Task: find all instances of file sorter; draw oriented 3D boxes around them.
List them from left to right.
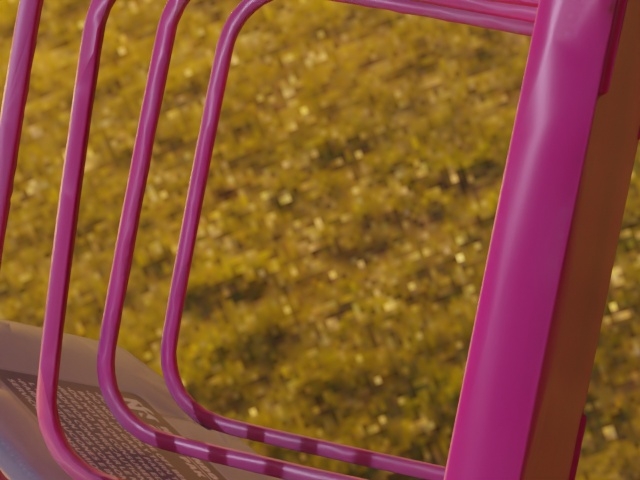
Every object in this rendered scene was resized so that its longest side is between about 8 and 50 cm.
[{"bbox_3d":[0.000,0.000,0.578,0.182,0.202,0.291,11,3,12],"label":"file sorter"}]

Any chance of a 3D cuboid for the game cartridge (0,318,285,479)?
[{"bbox_3d":[-0.043,0.132,0.675,0.294,0.060,0.196,40,15,32],"label":"game cartridge"}]
